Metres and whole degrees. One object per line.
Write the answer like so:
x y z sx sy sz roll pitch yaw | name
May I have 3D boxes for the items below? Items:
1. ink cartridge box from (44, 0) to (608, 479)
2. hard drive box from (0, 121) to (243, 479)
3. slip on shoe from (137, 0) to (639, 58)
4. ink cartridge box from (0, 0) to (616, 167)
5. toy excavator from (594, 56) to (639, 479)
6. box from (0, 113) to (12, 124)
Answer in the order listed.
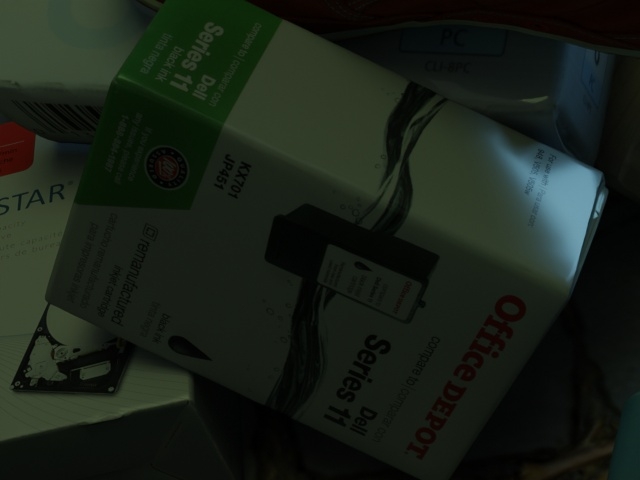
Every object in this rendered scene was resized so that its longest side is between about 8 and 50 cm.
0.000 0.000 0.738 0.208 0.153 0.087 25 44 0 | ink cartridge box
-0.140 0.040 0.873 0.181 0.089 0.232 -14 44 7 | hard drive box
0.035 -0.144 0.706 0.331 0.101 0.123 11 77 26 | slip on shoe
0.013 -0.230 0.851 0.308 0.091 0.385 5 74 25 | ink cartridge box
0.233 0.025 0.609 0.433 0.222 0.445 -32 32 57 | toy excavator
-0.210 -0.147 1.080 0.102 0.087 0.101 -36 46 -13 | box
